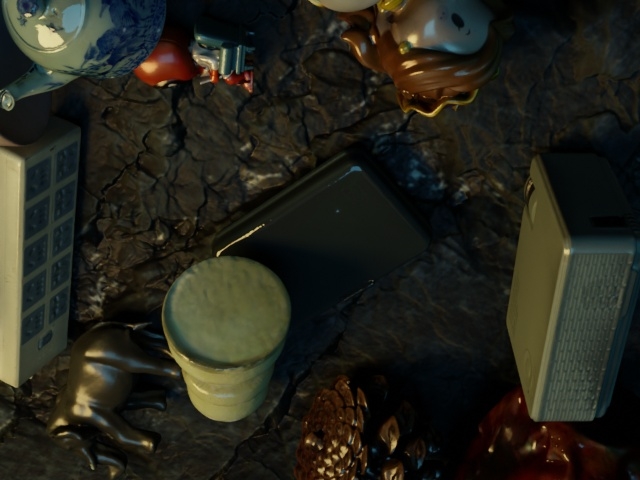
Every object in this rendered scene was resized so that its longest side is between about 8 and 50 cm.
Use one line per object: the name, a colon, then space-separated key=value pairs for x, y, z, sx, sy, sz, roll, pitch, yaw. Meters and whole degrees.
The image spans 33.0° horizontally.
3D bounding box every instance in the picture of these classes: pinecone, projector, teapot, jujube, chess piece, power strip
pinecone: x=0.068 y=0.271 z=1.380 sx=0.208 sy=0.207 sz=0.207 roll=1 pitch=125 yaw=2
projector: x=0.283 y=0.051 z=1.214 sx=0.099 sy=0.192 sz=0.256 roll=0 pitch=125 yaw=-3
teapot: x=-0.242 y=-0.234 z=1.046 sx=0.159 sy=0.159 sz=0.232 roll=21 pitch=112 yaw=-12
jujube: x=0.281 y=0.342 z=1.362 sx=0.277 sy=0.276 sz=0.376 roll=13 pitch=125 yaw=-6
chess piece: x=-0.114 y=0.138 z=1.300 sx=0.144 sy=0.144 sz=0.251 roll=6 pitch=151 yaw=-2
power strip: x=-0.336 y=0.025 z=1.273 sx=0.043 sy=0.106 sz=0.367 roll=24 pitch=126 yaw=16

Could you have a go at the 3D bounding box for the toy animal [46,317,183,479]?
toy animal: x=-0.268 y=0.202 z=1.402 sx=0.146 sy=0.114 sz=0.245 roll=14 pitch=103 yaw=-14

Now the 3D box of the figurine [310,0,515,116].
figurine: x=0.086 y=-0.234 z=1.061 sx=0.189 sy=0.142 sz=0.263 roll=-10 pitch=132 yaw=48

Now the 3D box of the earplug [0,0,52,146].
earplug: x=-0.455 y=-0.153 z=1.133 sx=0.301 sy=0.172 sz=0.172 roll=-11 pitch=123 yaw=16

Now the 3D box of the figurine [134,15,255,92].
figurine: x=-0.138 y=-0.195 z=1.136 sx=0.140 sy=0.068 sz=0.075 roll=2 pitch=127 yaw=-1

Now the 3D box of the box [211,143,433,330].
box: x=0.000 y=0.000 z=1.274 sx=0.230 sy=0.050 sz=0.160 roll=-32 pitch=117 yaw=22
